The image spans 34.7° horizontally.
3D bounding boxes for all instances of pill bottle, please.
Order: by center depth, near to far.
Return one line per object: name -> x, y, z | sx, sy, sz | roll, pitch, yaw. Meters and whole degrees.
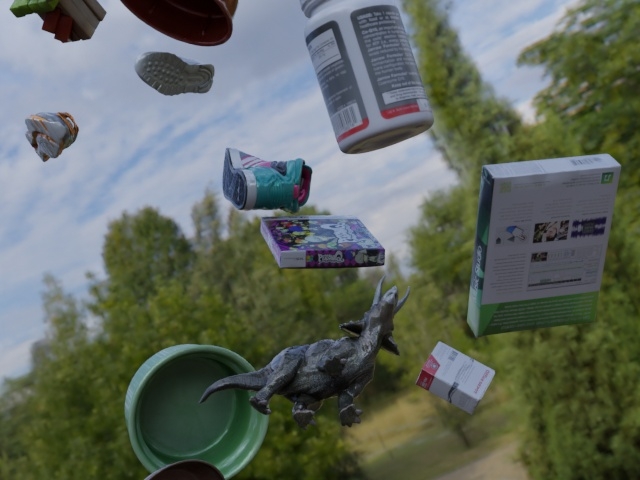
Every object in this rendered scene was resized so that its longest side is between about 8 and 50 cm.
pill bottle -> 0.067, -0.296, 1.651 | 0.161, 0.283, 0.161 | -17, -5, -1

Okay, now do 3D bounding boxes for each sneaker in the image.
sneaker -> -0.465, -0.195, 1.798 | 0.083, 0.084, 0.215 | -34, 13, -17
sneaker -> -0.331, -0.363, 2.203 | 0.235, 0.094, 0.090 | 3, -70, -60
sneaker -> -0.111, -0.135, 2.234 | 0.178, 0.124, 0.295 | 2, 19, -17

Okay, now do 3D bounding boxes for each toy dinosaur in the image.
toy dinosaur -> -0.007, 0.182, 1.386 | 0.313, 0.121, 0.160 | -28, 11, 17

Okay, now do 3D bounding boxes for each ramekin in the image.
ramekin -> -0.275, 0.366, 2.201 | 0.303, 0.303, 0.148 | -21, 11, -19

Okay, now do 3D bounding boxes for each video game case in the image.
video game case -> 0.000, 0.000, 2.069 | 0.210, 0.042, 0.232 | -1, 19, -12

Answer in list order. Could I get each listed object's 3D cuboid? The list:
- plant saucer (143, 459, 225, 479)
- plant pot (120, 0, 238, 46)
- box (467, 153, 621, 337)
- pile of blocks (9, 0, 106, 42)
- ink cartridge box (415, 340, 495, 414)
plant saucer -> -0.210, 0.385, 1.390 | 0.198, 0.199, 0.036 | -17, 25, -41
plant pot -> -0.252, -0.586, 2.088 | 0.265, 0.272, 0.272 | -67, 7, -19
box -> 0.383, 0.012, 1.780 | 0.232, 0.322, 0.058 | -5, 29, -12
pile of blocks -> -0.442, -0.420, 1.540 | 0.148, 0.113, 0.362 | 12, -32, 11
ink cartridge box -> 0.282, 0.287, 2.138 | 0.099, 0.135, 0.056 | -48, -19, -45
